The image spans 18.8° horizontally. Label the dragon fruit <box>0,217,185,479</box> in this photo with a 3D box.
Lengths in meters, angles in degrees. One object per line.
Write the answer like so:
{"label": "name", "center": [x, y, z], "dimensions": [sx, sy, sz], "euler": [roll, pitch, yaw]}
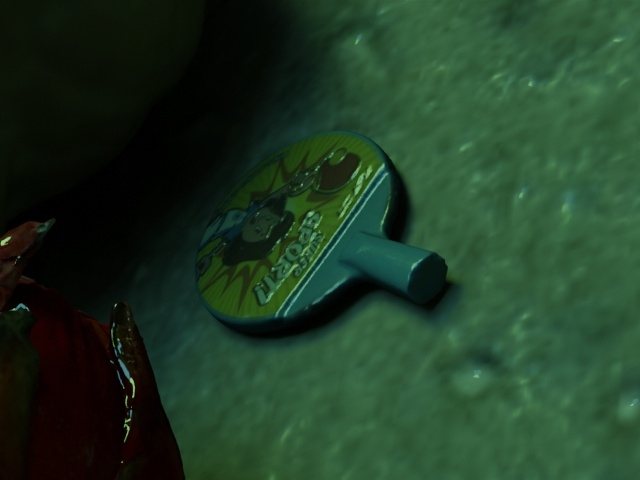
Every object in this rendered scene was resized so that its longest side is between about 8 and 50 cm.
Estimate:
{"label": "dragon fruit", "center": [-0.162, 0.116, 0.684], "dimensions": [0.241, 0.241, 0.252], "euler": [6, 46, 48]}

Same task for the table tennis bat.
{"label": "table tennis bat", "center": [0.000, 0.000, 0.804], "dimensions": [0.100, 0.019, 0.155], "euler": [-53, 34, -10]}

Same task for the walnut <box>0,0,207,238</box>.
{"label": "walnut", "center": [-0.238, -0.137, 0.925], "dimensions": [0.381, 0.381, 0.381], "euler": [-27, 39, 25]}
